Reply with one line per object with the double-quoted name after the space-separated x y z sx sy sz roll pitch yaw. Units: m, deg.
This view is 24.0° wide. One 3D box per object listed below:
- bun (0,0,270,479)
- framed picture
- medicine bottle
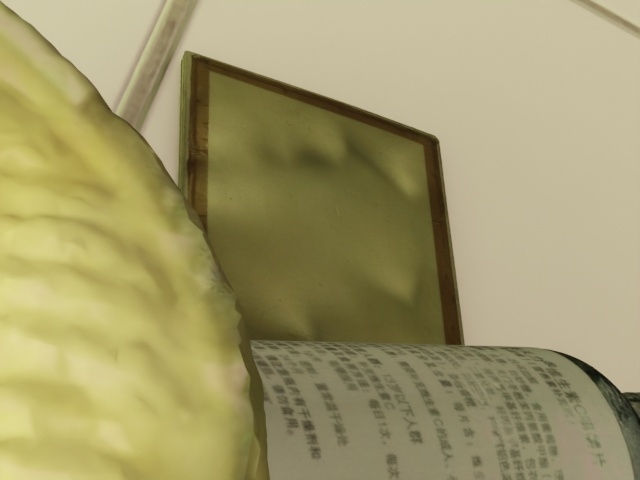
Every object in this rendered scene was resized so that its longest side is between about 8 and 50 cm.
-0.197 0.081 0.366 0.364 0.202 0.364 13 50 -16 "bun"
0.000 0.000 0.819 0.173 0.010 0.231 18 44 -20 "framed picture"
0.043 0.115 0.642 0.293 0.141 0.141 4 50 -31 "medicine bottle"
